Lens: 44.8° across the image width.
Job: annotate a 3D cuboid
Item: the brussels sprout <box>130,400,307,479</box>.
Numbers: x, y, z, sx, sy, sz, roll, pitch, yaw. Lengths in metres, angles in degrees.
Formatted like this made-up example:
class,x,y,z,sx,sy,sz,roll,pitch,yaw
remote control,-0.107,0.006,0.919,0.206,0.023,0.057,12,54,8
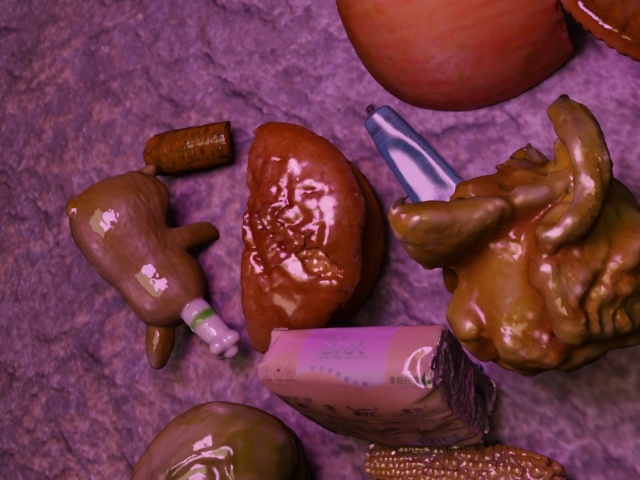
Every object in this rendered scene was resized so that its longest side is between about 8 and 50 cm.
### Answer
class,x,y,z,sx,sy,sz,roll,pitch,yaw
brussels sprout,-0.152,0.367,1.119,0.243,0.274,0.316,39,107,4

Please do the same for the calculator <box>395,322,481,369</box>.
class,x,y,z,sx,sy,sz,roll,pitch,yaw
calculator,0.162,0.174,1.118,0.141,0.019,0.094,22,98,27

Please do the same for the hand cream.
class,x,y,z,sx,sy,sz,roll,pitch,yaw
hand cream,0.139,-0.122,1.169,0.083,0.048,0.224,-40,72,18

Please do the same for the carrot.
class,x,y,z,sx,sy,sz,roll,pitch,yaw
carrot,-0.223,-0.158,1.345,0.173,0.082,0.082,-6,80,21

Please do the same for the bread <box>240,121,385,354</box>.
class,x,y,z,sx,sy,sz,roll,pitch,yaw
bread,0.000,0.000,1.141,0.179,0.194,0.339,0,84,23

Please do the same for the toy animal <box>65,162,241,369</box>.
class,x,y,z,sx,sy,sz,roll,pitch,yaw
toy animal,-0.264,0.056,1.296,0.181,0.180,0.363,-38,89,25

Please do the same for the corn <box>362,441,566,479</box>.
class,x,y,z,sx,sy,sz,roll,pitch,yaw
corn,0.195,0.311,1.043,0.288,0.086,0.086,1,83,29

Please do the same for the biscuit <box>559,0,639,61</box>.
class,x,y,z,sx,sy,sz,roll,pitch,yaw
biscuit,0.427,-0.324,0.946,0.318,0.040,0.317,3,61,-6

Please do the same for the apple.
class,x,y,z,sx,sy,sz,roll,pitch,yaw
apple,0.175,-0.342,1.104,0.309,0.314,0.252,-18,32,21

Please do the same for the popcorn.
class,x,y,z,sx,sy,sz,roll,pitch,yaw
popcorn,0.274,0.003,0.916,0.290,0.321,0.325,34,117,28

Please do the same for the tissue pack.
class,x,y,z,sx,sy,sz,roll,pitch,yaw
tissue pack,0.077,0.196,1.031,0.257,0.215,0.122,-7,54,30
